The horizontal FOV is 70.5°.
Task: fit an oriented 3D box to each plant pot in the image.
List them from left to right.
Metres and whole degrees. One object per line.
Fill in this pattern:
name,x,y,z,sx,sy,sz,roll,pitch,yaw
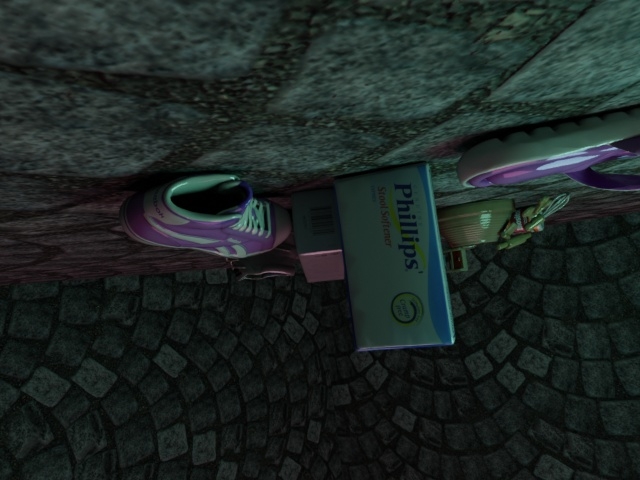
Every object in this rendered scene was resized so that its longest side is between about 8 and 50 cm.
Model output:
plant pot,0.434,-0.042,1.287,0.237,0.109,0.237,-8,176,-1

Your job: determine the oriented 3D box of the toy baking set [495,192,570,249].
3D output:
toy baking set,0.600,-0.053,1.261,0.256,0.030,0.196,-12,146,-37

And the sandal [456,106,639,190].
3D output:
sandal,0.388,-0.099,0.562,0.416,0.102,0.169,-9,175,17

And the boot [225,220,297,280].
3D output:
boot,-0.173,0.021,0.922,0.258,0.123,0.095,1,171,-5

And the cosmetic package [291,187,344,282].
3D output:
cosmetic package,0.000,0.000,0.852,0.086,0.117,0.231,-6,162,0

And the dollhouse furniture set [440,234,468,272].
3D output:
dollhouse furniture set,0.455,0.019,1.583,0.129,0.183,0.129,-4,174,-33

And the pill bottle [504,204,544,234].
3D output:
pill bottle,0.641,-0.062,1.482,0.152,0.086,0.086,-11,174,36

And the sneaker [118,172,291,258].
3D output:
sneaker,-0.116,-0.033,0.650,0.161,0.102,0.282,-15,171,41

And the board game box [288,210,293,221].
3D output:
board game box,-0.013,-0.053,0.988,0.126,0.026,0.186,-3,174,-34

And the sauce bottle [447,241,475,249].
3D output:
sauce bottle,0.570,-0.013,1.836,0.111,0.111,0.344,-8,177,8

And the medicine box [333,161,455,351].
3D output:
medicine box,0.139,0.032,0.786,0.149,0.263,0.289,-9,175,15
